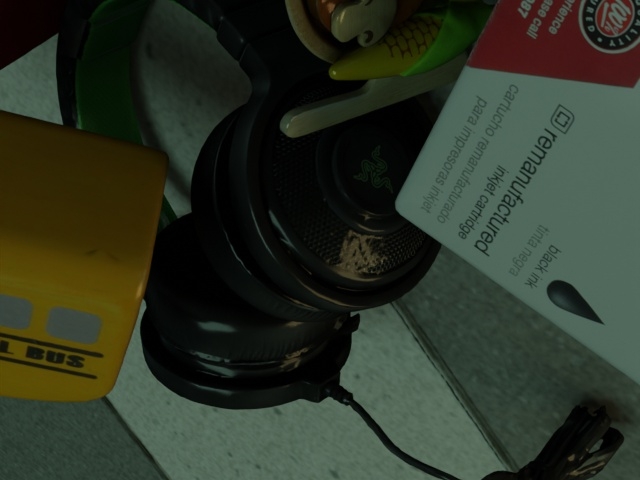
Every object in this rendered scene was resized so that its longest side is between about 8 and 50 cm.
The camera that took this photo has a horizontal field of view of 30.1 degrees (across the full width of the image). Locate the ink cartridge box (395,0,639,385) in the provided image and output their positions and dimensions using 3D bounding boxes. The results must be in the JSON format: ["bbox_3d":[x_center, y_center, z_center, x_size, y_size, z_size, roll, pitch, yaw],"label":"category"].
[{"bbox_3d":[0.194,-0.023,0.482,0.273,0.114,0.197,36,138,10],"label":"ink cartridge box"}]

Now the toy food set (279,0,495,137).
[{"bbox_3d":[0.042,-0.129,0.513,0.038,0.132,0.192,42,144,36],"label":"toy food set"}]

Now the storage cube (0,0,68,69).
[{"bbox_3d":[-0.247,-0.199,0.646,0.215,0.193,0.184,38,140,9],"label":"storage cube"}]

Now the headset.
[{"bbox_3d":[0.000,0.000,0.684,0.394,0.185,0.243,53,144,14],"label":"headset"}]

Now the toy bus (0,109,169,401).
[{"bbox_3d":[-0.253,-0.012,0.583,0.332,0.108,0.130,13,140,-11],"label":"toy bus"}]
